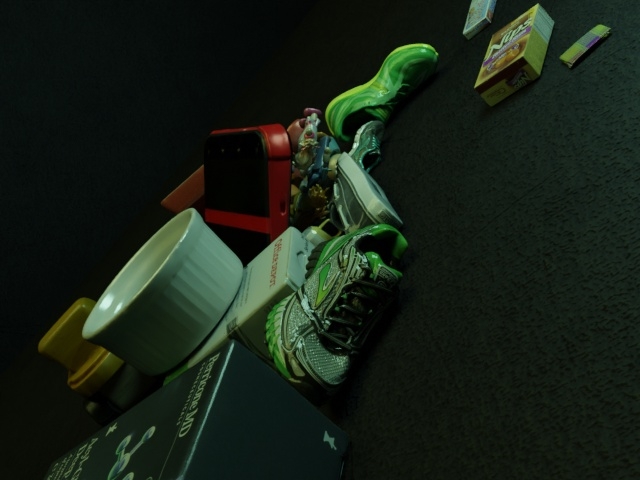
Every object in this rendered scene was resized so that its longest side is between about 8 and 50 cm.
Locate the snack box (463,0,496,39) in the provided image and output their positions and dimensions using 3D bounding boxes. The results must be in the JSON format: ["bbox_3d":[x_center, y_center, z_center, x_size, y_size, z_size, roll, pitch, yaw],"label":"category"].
[{"bbox_3d":[0.355,-0.507,1.902,0.064,0.022,0.178,-32,23,35],"label":"snack box"}]

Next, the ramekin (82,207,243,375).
[{"bbox_3d":[-0.255,0.092,1.437,0.277,0.135,0.277,-42,19,18],"label":"ramekin"}]

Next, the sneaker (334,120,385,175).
[{"bbox_3d":[0.099,-0.179,1.750,0.076,0.065,0.167,2,52,45],"label":"sneaker"}]

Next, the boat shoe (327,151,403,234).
[{"bbox_3d":[0.059,-0.065,1.522,0.102,0.108,0.301,-42,26,9],"label":"boat shoe"}]

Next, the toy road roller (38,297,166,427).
[{"bbox_3d":[-0.461,0.226,1.833,0.202,0.240,0.329,-47,18,-2],"label":"toy road roller"}]

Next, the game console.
[{"bbox_3d":[-0.147,-0.052,1.692,0.386,0.060,0.342,-169,77,-65],"label":"game console"}]

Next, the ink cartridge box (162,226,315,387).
[{"bbox_3d":[-0.111,0.142,1.421,0.289,0.121,0.211,-41,19,18],"label":"ink cartridge box"}]

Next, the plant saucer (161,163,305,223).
[{"bbox_3d":[-0.190,-0.103,1.988,0.259,0.258,0.048,-36,55,28],"label":"plant saucer"}]

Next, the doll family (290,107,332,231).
[{"bbox_3d":[-0.019,-0.113,1.636,0.263,0.118,0.163,120,162,-49],"label":"doll family"}]

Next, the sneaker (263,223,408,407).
[{"bbox_3d":[0.029,0.085,1.214,0.146,0.134,0.344,-32,23,36],"label":"sneaker"}]

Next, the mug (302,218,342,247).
[{"bbox_3d":[-0.003,0.003,1.566,0.062,0.064,0.078,-30,24,42],"label":"mug"}]

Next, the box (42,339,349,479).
[{"bbox_3d":[-0.192,0.357,1.014,0.395,0.212,0.294,-35,21,29],"label":"box"}]

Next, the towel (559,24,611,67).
[{"bbox_3d":[0.420,-0.309,1.368,0.083,0.009,0.060,-42,18,12],"label":"towel"}]

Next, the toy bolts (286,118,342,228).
[{"bbox_3d":[-0.027,-0.118,1.844,0.229,0.158,0.218,-55,-23,6],"label":"toy bolts"}]

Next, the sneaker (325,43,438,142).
[{"bbox_3d":[0.143,-0.310,1.875,0.295,0.109,0.124,-36,44,25],"label":"sneaker"}]

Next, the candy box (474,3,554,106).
[{"bbox_3d":[0.341,-0.327,1.512,0.109,0.053,0.187,-31,23,41],"label":"candy box"}]
